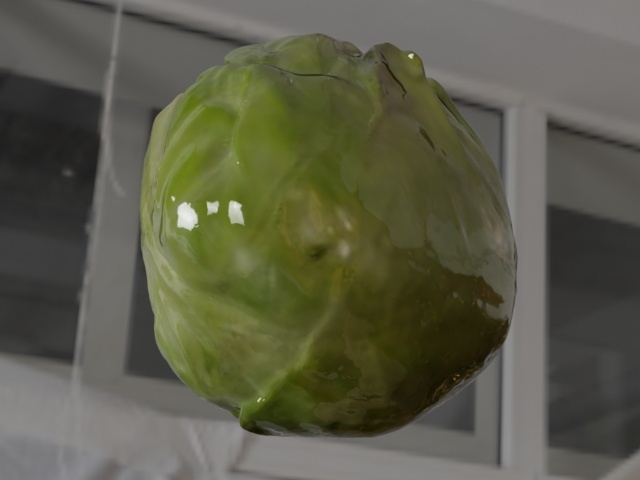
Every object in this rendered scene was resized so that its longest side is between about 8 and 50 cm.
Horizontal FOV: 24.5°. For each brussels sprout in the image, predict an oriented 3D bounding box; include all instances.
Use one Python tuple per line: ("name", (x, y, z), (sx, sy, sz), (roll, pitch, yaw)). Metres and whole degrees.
("brussels sprout", (0.000, 0.000, 1.132), (0.328, 0.328, 0.247), (20, -48, -38))
